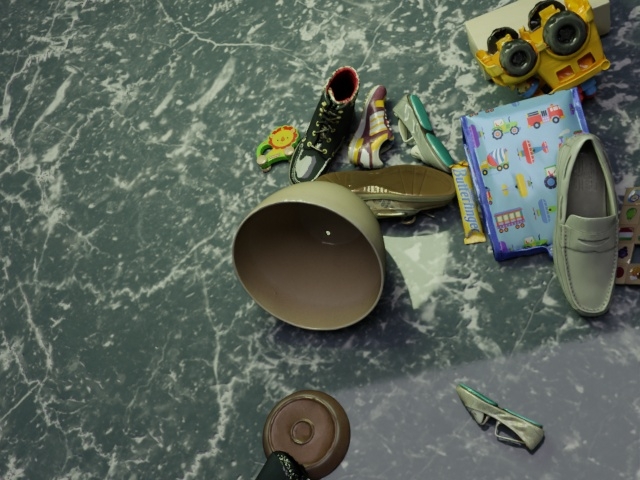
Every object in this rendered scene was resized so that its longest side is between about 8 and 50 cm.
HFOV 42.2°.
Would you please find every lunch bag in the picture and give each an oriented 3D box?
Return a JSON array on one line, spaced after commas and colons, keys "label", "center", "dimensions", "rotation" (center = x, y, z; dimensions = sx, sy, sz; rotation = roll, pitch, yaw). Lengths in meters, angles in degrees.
[{"label": "lunch bag", "center": [0.404, -0.106, 1.549], "dimensions": [0.220, 0.138, 0.293], "rotation": [-14, 72, 8]}]

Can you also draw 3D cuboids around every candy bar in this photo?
[{"label": "candy bar", "center": [0.279, -0.073, 1.579], "dimensions": [0.040, 0.018, 0.162], "rotation": [-11, 100, 15]}]

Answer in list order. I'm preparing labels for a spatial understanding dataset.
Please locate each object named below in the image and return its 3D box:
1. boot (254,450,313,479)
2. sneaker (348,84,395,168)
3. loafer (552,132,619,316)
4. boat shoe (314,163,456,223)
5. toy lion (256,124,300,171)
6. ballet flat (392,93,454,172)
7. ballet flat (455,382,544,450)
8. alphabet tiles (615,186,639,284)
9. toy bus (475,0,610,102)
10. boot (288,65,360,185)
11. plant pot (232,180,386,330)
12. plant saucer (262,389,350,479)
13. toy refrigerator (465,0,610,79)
[{"label": "boot", "center": [-0.125, 0.451, 1.441], "dimensions": [0.246, 0.094, 0.207], "rotation": [30, 84, 20]}, {"label": "sneaker", "center": [0.122, -0.234, 1.727], "dimensions": [0.083, 0.069, 0.186], "rotation": [16, 76, 14]}, {"label": "loafer", "center": [0.459, -0.025, 1.437], "dimensions": [0.112, 0.111, 0.320], "rotation": [-6, 90, 8]}, {"label": "boat shoe", "center": [0.128, -0.086, 1.648], "dimensions": [0.285, 0.089, 0.105], "rotation": [1, 39, 15]}, {"label": "toy lion", "center": [-0.091, -0.205, 1.797], "dimensions": [0.100, 0.034, 0.096], "rotation": [-18, 54, 9]}, {"label": "ballet flat", "center": [0.206, -0.205, 1.692], "dimensions": [0.068, 0.072, 0.213], "rotation": [-39, 55, 28]}, {"label": "ballet flat", "center": [0.297, 0.302, 1.416], "dimensions": [0.168, 0.057, 0.052], "rotation": [25, 84, 26]}, {"label": "alphabet tiles", "center": [0.623, -0.010, 1.434], "dimensions": [0.237, 0.009, 0.198], "rotation": [0, 63, 45]}, {"label": "toy bus", "center": [0.440, -0.335, 1.602], "dimensions": [0.220, 0.211, 0.149], "rotation": [-29, 26, 12]}, {"label": "boot", "center": [0.006, -0.227, 1.684], "dimensions": [0.085, 0.178, 0.236], "rotation": [27, 72, 4]}, {"label": "plant pot", "center": [0.000, 0.000, 1.558], "dimensions": [0.284, 0.284, 0.191], "rotation": [2, 33, 18]}, {"label": "plant saucer", "center": [-0.030, 0.351, 1.508], "dimensions": [0.168, 0.029, 0.168], "rotation": [-7, 64, 15]}, {"label": "toy refrigerator", "center": [0.446, -0.436, 1.706], "dimensions": [0.269, 0.094, 0.102], "rotation": [-21, 54, 6]}]
